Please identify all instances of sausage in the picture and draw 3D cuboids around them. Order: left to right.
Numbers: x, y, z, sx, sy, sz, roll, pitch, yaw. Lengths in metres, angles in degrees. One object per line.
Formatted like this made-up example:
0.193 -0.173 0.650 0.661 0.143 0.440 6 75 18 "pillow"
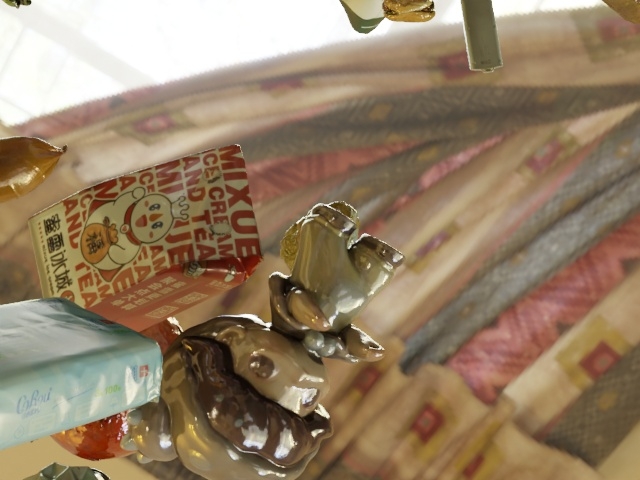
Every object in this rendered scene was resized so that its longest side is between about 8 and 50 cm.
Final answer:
-0.583 -0.109 2.030 0.328 0.112 0.112 -17 -136 -18 "sausage"

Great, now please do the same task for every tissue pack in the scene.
-0.310 0.131 1.238 0.177 0.089 0.263 20 -166 30 "tissue pack"

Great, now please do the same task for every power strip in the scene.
0.293 -0.425 2.224 0.027 0.060 0.252 76 -172 -74 "power strip"

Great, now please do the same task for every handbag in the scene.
-0.210 -0.003 1.509 0.151 0.298 0.171 23 -135 -57 "handbag"

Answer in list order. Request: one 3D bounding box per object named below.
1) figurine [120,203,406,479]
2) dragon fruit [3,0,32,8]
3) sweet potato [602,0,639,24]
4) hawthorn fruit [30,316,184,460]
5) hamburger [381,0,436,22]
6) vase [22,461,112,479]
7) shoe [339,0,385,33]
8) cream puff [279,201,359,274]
-0.057 0.139 1.431 0.248 0.380 0.203 36 179 -33 "figurine"
-0.353 -0.427 1.550 0.198 0.269 0.200 8 -168 -32 "dragon fruit"
0.391 -0.289 1.427 0.269 0.075 0.075 29 -159 -32 "sweet potato"
-0.361 0.242 1.945 0.276 0.276 0.307 38 -145 9 "hawthorn fruit"
0.135 -0.357 1.828 0.083 0.044 0.076 0 -153 5 "hamburger"
-0.383 0.420 1.853 0.165 0.165 0.360 34 171 1 "vase"
0.028 -0.514 2.041 0.132 0.160 0.363 -15 -117 -33 "shoe"
-0.001 0.000 2.064 0.156 0.156 0.121 19 -131 -33 "cream puff"
